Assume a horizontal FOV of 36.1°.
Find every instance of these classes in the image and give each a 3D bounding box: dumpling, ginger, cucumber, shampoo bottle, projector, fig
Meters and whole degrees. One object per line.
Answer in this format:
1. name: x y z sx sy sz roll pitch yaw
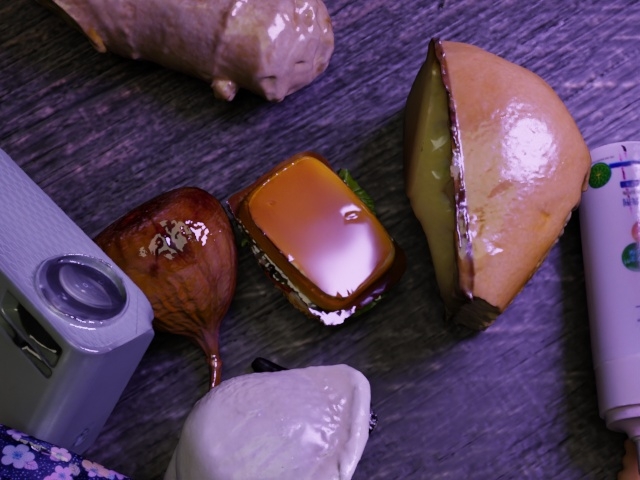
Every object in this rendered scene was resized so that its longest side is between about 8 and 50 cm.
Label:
1. dumpling: -0.049 0.200 0.856 0.216 0.126 0.166 -14 39 -7
2. ginger: -0.157 -0.242 1.004 0.354 0.126 0.190 9 80 4
3. cucumber: -0.008 0.148 0.931 0.135 0.034 0.033 22 81 9
4. shampoo bottle: 0.288 0.063 0.892 0.092 0.092 0.303 0 67 3
5. projector: -0.282 0.062 0.883 0.250 0.198 0.108 43 36 15
6. fig: -0.122 0.054 0.934 0.146 0.134 0.201 -30 97 25

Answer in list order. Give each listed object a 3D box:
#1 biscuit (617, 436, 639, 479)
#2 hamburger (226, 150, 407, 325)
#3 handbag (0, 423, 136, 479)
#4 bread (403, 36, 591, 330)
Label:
1. biscuit: 0.368 0.167 0.905 0.160 0.030 0.250 16 75 8
2. hamburger: 0.000 0.000 0.942 0.137 0.087 0.166 -35 78 -22
3. handbag: -0.214 0.270 0.823 0.228 0.208 0.127 19 40 1
4. bread: 0.159 -0.056 0.895 0.162 0.204 0.262 -9 77 4
